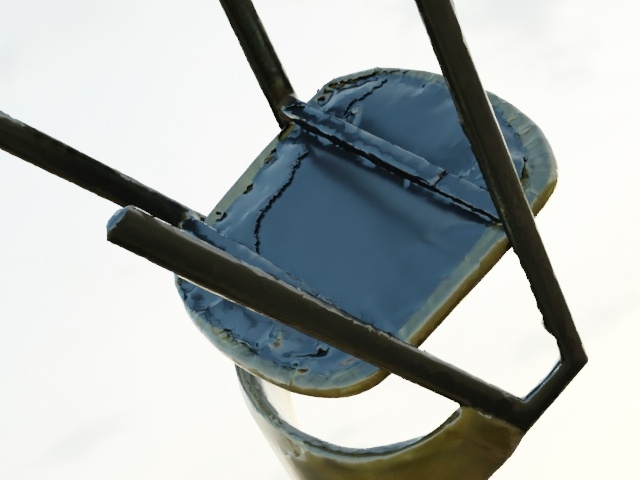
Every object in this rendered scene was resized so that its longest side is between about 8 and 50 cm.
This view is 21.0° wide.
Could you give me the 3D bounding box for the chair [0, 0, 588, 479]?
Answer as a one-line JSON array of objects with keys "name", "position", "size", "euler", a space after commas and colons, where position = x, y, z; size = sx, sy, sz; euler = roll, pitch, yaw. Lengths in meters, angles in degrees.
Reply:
[{"name": "chair", "position": [0.000, 0.000, 0.657], "size": [0.172, 0.159, 0.247], "euler": [-51, -52, -8]}]
